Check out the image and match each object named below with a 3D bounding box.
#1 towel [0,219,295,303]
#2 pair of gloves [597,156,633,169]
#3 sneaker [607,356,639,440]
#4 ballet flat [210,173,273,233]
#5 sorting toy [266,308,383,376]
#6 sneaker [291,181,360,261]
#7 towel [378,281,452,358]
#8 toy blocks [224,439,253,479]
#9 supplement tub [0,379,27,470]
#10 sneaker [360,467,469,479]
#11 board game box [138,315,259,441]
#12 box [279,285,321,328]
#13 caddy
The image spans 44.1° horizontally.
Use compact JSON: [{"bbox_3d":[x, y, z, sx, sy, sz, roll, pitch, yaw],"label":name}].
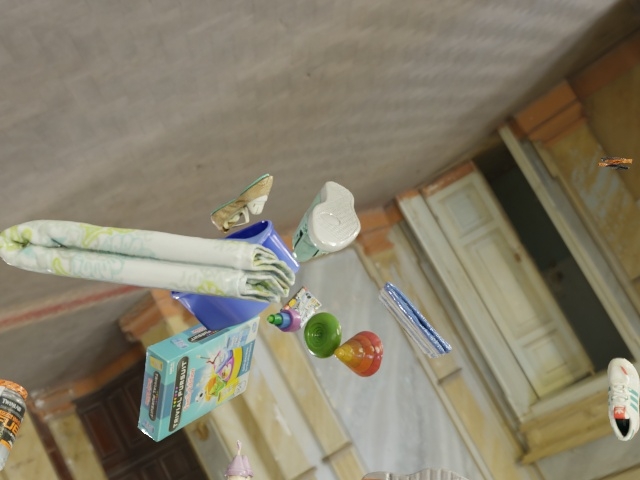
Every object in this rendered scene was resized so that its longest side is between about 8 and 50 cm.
[{"bbox_3d":[-0.246,0.031,1.220,0.374,0.090,0.320,6,174,9],"label":"towel"},{"bbox_3d":[0.720,-0.187,1.931,0.074,0.010,0.083,7,171,13],"label":"pair of gloves"},{"bbox_3d":[0.586,0.310,1.528,0.057,0.161,0.075,-4,-175,27],"label":"sneaker"},{"bbox_3d":[-0.173,-0.079,1.847,0.206,0.067,0.073,-33,171,36],"label":"ballet flat"},{"bbox_3d":[-0.010,0.259,2.110,0.365,0.127,0.126,19,-175,40],"label":"sorting toy"},{"bbox_3d":[0.000,0.000,1.473,0.151,0.094,0.256,-60,-174,22],"label":"sneaker"},{"bbox_3d":[0.212,0.186,1.825,0.034,0.209,0.285,-40,172,-5],"label":"towel"},{"bbox_3d":[-0.177,0.642,1.878,0.309,0.260,0.288,3,150,3],"label":"toy blocks"},{"bbox_3d":[-0.752,0.425,1.816,0.117,0.190,0.117,6,142,4],"label":"supplement tub"},{"bbox_3d":[0.264,0.624,1.925,0.321,0.125,0.180,0,156,29],"label":"sneaker"},{"bbox_3d":[-0.314,0.342,2.076,0.336,0.079,0.254,-23,133,-50],"label":"board game box"},{"bbox_3d":[-0.067,0.230,2.706,0.027,0.094,0.137,-41,-178,46],"label":"box"},{"bbox_3d":[-0.216,0.071,1.874,0.341,0.179,0.241,-21,-157,50],"label":"caddy"}]
